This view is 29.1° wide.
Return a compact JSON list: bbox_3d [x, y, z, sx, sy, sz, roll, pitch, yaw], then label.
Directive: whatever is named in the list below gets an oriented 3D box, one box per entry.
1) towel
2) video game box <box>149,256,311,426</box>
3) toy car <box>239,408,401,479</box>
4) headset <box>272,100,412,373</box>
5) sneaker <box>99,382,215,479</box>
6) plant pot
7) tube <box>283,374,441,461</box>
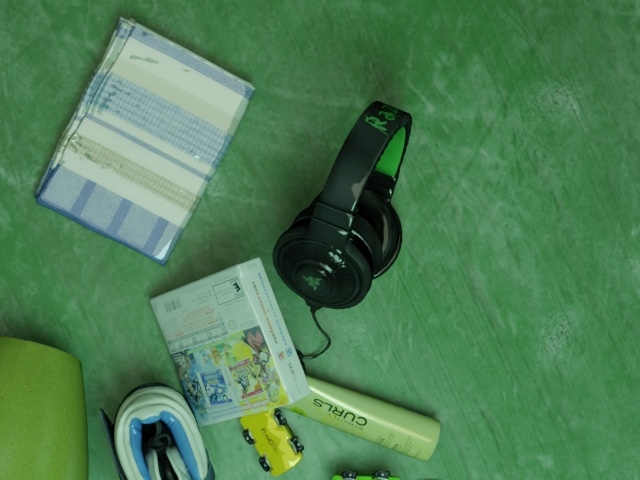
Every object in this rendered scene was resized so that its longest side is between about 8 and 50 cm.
[{"bbox_3d":[-0.238,-0.135,1.676,0.209,0.034,0.285,27,88,-6],"label":"towel"},{"bbox_3d":[-0.120,0.135,1.599,0.048,0.205,0.187,-18,88,-44],"label":"video game box"},{"bbox_3d":[0.001,0.337,1.646,0.225,0.053,0.239,1,84,8],"label":"toy car"},{"bbox_3d":[0.000,0.000,1.604,0.185,0.243,0.394,22,109,10],"label":"headset"},{"bbox_3d":[-0.189,0.340,1.557,0.130,0.236,0.322,-12,88,-5],"label":"sneaker"},{"bbox_3d":[-0.402,0.279,1.552,0.275,0.275,0.293,13,70,-4],"label":"plant pot"},{"bbox_3d":[0.041,0.233,1.666,0.240,0.062,0.070,21,101,-6],"label":"tube"}]
